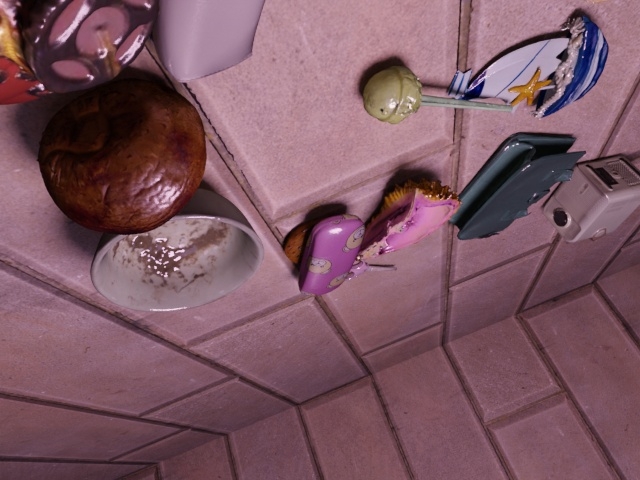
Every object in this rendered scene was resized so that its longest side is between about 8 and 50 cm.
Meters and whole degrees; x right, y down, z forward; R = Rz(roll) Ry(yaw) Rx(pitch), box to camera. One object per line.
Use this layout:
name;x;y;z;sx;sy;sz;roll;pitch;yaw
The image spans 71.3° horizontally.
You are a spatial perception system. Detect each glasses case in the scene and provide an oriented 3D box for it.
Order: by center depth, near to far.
glasses case;-0.101;-0.306;0.466;0.128;0.083;0.308;-19;166;-31
glasses case;0.020;0.044;1.078;0.123;0.075;0.316;-10;148;-19

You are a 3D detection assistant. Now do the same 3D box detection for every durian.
durian;0.199;-0.057;1.066;0.191;0.112;0.341;-16;159;-29

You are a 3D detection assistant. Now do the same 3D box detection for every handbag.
handbag;0.494;-0.128;1.158;0.239;0.089;0.326;-7;147;-26

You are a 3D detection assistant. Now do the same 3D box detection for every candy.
candy;0.224;-0.244;0.792;0.336;0.092;0.093;-3;117;-28

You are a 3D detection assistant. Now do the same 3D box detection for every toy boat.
toy boat;0.377;-0.310;0.843;0.291;0.067;0.220;-7;148;-4

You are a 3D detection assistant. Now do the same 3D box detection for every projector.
projector;0.794;-0.111;1.304;0.177;0.163;0.242;-12;146;-14

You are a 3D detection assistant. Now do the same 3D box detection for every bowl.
bowl;-0.258;-0.004;0.810;0.289;0.146;0.289;-15;148;-10

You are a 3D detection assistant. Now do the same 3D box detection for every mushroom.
mushroom;-0.265;-0.111;0.588;0.231;0.194;0.138;-38;149;5

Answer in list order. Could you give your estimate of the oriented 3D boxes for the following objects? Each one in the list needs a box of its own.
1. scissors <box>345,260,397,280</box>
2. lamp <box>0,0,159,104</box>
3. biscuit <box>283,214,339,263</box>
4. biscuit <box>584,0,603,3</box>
scissors;0.145;0.083;1.330;0.212;0.021;0.110;0;140;-33
lamp;-0.247;-0.239;0.320;0.303;0.257;0.303;-45;-178;2
biscuit;-0.001;-0.001;1.097;0.188;0.027;0.187;-16;151;-9
biscuit;0.466;-0.439;0.642;0.281;0.084;0.179;-20;149;-5
